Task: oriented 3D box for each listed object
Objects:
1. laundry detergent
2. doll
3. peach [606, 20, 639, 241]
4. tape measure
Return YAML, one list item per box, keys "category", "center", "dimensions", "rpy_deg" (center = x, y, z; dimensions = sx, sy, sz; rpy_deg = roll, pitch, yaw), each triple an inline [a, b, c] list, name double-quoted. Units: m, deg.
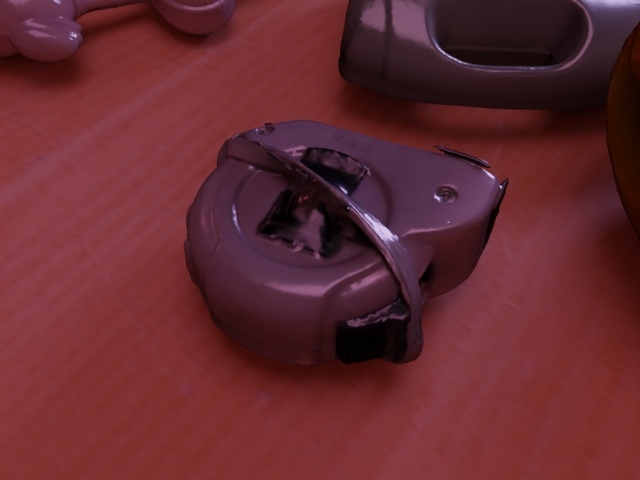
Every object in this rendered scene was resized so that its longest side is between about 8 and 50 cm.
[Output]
- category: "laundry detergent"
  center: [0.229, -0.218, 0.754]
  dimensions: [0.397, 0.125, 0.264]
  rpy_deg: [11, 49, 2]
- category: "doll"
  center: [-0.224, -0.260, 0.765]
  dimensions: [0.365, 0.094, 0.160]
  rpy_deg: [-21, 59, -20]
- category: "peach"
  center: [0.413, -0.082, 0.549]
  dimensions: [0.372, 0.290, 0.373]
  rpy_deg: [-2, 55, 3]
- category: "tape measure"
  center: [0.000, 0.000, 0.562]
  dimensions: [0.236, 0.120, 0.197]
  rpy_deg: [19, 54, 15]
